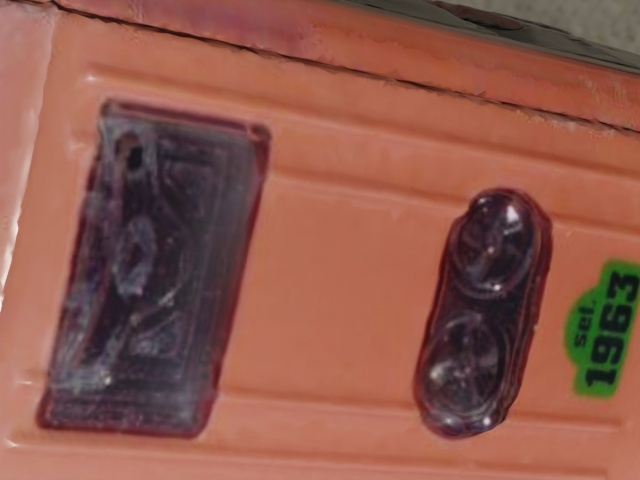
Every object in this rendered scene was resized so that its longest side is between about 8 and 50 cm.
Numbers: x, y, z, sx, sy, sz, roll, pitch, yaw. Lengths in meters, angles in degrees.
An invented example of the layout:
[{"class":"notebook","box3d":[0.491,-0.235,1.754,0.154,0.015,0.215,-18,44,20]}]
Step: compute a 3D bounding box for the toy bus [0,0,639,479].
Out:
[{"class":"toy bus","box3d":[0.000,0.000,0.658,0.426,0.203,0.233,8,-172,-36]}]
